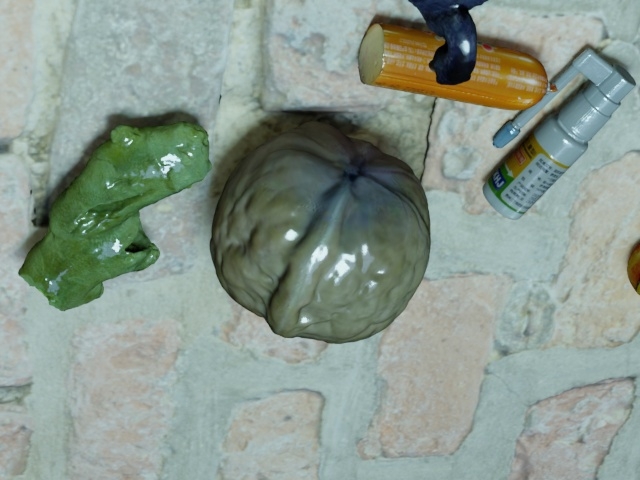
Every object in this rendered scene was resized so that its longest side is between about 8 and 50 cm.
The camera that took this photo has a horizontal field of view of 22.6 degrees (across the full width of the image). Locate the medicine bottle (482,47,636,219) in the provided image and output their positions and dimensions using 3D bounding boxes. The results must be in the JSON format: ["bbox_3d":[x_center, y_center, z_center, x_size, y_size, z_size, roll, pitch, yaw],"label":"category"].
[{"bbox_3d":[0.270,-0.126,1.874,0.092,0.061,0.220,34,117,-17],"label":"medicine bottle"}]

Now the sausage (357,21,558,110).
[{"bbox_3d":[0.160,-0.188,1.772,0.234,0.071,0.071,7,130,-23],"label":"sausage"}]

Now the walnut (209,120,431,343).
[{"bbox_3d":[0.000,-0.002,1.793,0.248,0.248,0.248,-8,134,-9],"label":"walnut"}]

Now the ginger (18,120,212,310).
[{"bbox_3d":[-0.230,-0.029,1.802,0.137,0.089,0.290,26,118,-13],"label":"ginger"}]

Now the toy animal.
[{"bbox_3d":[0.117,-0.305,1.571,0.122,0.185,0.298,-1,114,-10],"label":"toy animal"}]

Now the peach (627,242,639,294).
[{"bbox_3d":[0.438,0.028,2.064,0.098,0.061,0.098,-18,149,-12],"label":"peach"}]
